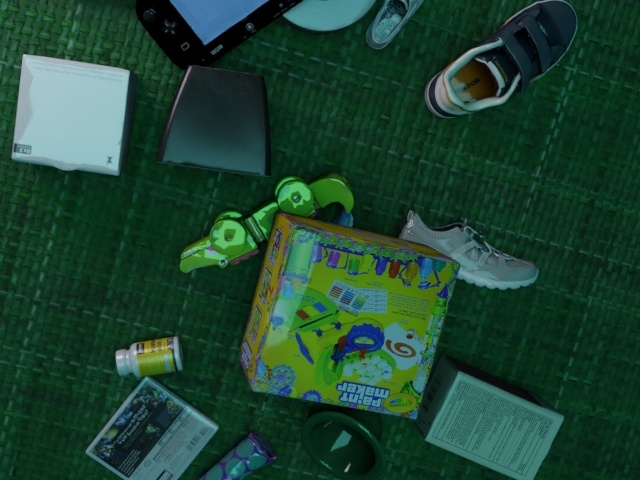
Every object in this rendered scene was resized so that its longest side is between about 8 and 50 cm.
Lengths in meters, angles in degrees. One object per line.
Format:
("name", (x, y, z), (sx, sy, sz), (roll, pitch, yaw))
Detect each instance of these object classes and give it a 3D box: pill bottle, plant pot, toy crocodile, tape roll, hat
("pill bottle", (-0.315, 0.217, 1.572), (0.116, 0.065, 0.065), (-9, 99, -5))
("plant pot", (-0.174, -0.208, 1.462), (0.188, 0.187, 0.167), (6, 97, -7))
("toy crocodile", (-0.099, -0.030, 1.533), (0.340, 0.115, 0.105), (-29, 101, -2))
("tape roll", (0.000, -0.477, 1.500), (0.219, 0.072, 0.219), (-1, 98, -7))
("hat", (0.086, 0.339, 1.657), (0.173, 0.183, 0.208), (44, 133, -4))

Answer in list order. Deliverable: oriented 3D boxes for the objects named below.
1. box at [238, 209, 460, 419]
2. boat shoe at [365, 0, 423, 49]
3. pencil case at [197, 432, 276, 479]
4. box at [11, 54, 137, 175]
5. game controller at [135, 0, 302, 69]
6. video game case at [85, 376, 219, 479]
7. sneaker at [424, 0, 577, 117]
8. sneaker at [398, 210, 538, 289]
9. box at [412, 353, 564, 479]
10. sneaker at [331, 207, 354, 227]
("box", (0.041, 0.123, 1.445), (0.290, 0.177, 0.279), (13, 97, -15))
("boat shoe", (0.144, -0.427, 1.527), (0.066, 0.063, 0.184), (39, 93, -10))
("pencil case", (-0.162, 0.438, 1.623), (0.151, 0.064, 0.070), (-43, 85, 2))
("box", (-0.420, -0.215, 1.468), (0.181, 0.119, 0.182), (8, 98, -8))
("game controller", (-0.158, -0.420, 1.438), (0.319, 0.067, 0.166), (-29, 106, 24))
("video game case", (-0.318, 0.376, 1.618), (0.173, 0.022, 0.190), (38, 94, -11))
("sneaker", (0.343, -0.325, 1.536), (0.321, 0.127, 0.126), (-36, 99, -2))
("sneaker", (0.278, 0.019, 1.588), (0.281, 0.105, 0.115), (12, 97, -7))
("box", (0.315, 0.339, 1.629), (0.232, 0.127, 0.149), (25, 95, -10))
("sneaker", (0.000, 0.000, 1.577), (0.073, 0.063, 0.162), (39, 92, -7))
